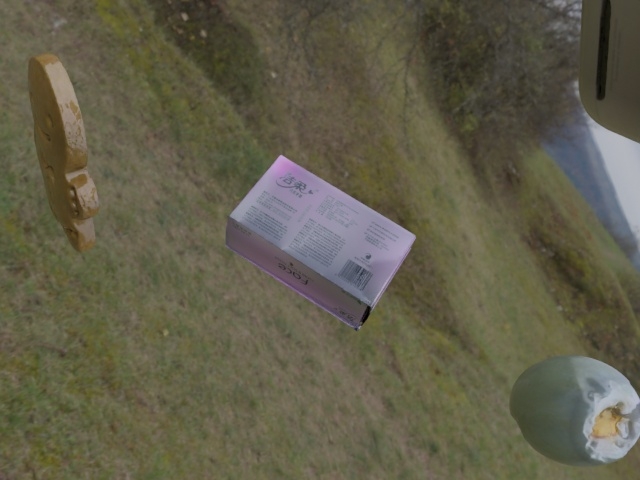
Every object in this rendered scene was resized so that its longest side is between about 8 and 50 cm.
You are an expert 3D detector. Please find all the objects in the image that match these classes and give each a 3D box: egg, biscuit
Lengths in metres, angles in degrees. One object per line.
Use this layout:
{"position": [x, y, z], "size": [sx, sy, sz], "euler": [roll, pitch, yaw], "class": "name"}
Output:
{"position": [0.417, 0.281, 1.170], "size": [0.183, 0.183, 0.217], "euler": [62, -17, -17], "class": "egg"}
{"position": [-0.465, -0.153, 1.232], "size": [0.275, 0.052, 0.355], "euler": [47, -37, 36], "class": "biscuit"}

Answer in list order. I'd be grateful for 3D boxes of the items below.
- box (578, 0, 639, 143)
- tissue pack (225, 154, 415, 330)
{"position": [0.487, -0.251, 0.925], "size": [0.349, 0.141, 0.289], "euler": [-128, -157, -56], "class": "box"}
{"position": [0.000, 0.000, 1.043], "size": [0.246, 0.092, 0.149], "euler": [32, 60, 9], "class": "tissue pack"}
